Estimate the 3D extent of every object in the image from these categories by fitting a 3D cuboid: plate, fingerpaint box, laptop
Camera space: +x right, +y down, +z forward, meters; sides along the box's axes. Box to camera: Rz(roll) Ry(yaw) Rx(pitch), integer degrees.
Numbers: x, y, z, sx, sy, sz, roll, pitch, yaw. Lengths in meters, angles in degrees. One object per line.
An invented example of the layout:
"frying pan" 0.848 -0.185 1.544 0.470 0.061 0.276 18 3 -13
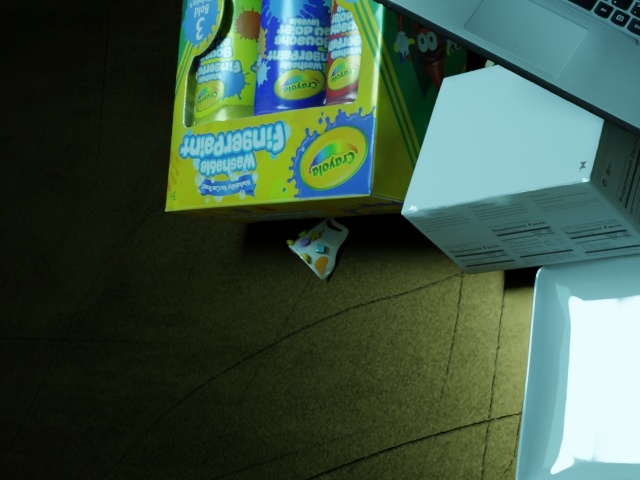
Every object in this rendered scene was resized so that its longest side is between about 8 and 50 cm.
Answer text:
"plate" 0.345 0.144 1.534 0.277 0.045 0.278 -11 64 43
"fingerpaint box" -0.015 -0.219 1.916 0.445 0.163 0.371 -1 83 50
"laptop" 0.319 -0.376 1.503 0.382 0.236 0.408 29 61 12

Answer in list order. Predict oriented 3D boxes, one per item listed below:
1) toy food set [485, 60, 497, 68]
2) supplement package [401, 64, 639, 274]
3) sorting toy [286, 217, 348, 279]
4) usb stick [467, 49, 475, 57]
"toy food set" 0.255 -0.237 1.730 0.132 0.192 0.038 -43 80 7
"supplement package" 0.257 -0.094 1.637 0.262 0.145 0.204 -9 52 43
"sorting toy" 0.000 0.000 1.970 0.075 0.045 0.083 -43 42 -5
"usb stick" 0.194 -0.371 1.942 0.077 0.045 0.278 -15 60 36
